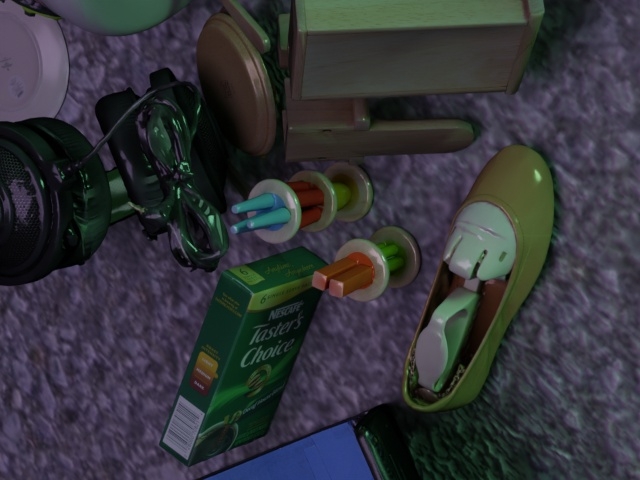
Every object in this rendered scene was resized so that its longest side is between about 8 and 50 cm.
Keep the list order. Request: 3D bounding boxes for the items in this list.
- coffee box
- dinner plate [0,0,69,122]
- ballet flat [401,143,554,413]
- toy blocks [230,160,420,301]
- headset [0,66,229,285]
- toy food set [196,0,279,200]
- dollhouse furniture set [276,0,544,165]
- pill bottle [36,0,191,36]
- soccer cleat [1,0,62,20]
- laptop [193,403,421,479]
[{"bbox_3d":[-0.064,0.099,1.456,0.040,0.113,0.184,35,117,26],"label":"coffee box"},{"bbox_3d":[-0.294,-0.170,1.620,0.141,0.017,0.141,10,108,34],"label":"dinner plate"},{"bbox_3d":[0.120,0.038,1.331,0.080,0.073,0.232,27,115,28],"label":"ballet flat"},{"bbox_3d":[0.000,0.000,1.362,0.054,0.148,0.123,-45,74,35],"label":"toy blocks"},{"bbox_3d":[-0.171,-0.027,1.376,0.185,0.243,0.394,67,155,4],"label":"headset"},{"bbox_3d":[-0.063,-0.134,1.414,0.132,0.038,0.192,53,151,32],"label":"toy food set"},{"bbox_3d":[0.052,-0.280,1.300,0.303,0.173,0.356,99,167,-65],"label":"dollhouse furniture set"},{"bbox_3d":[-0.270,-0.355,1.426,0.407,0.229,0.229,33,118,25],"label":"pill bottle"},{"bbox_3d":[-0.284,-0.271,1.563,0.179,0.060,0.072,46,122,22],"label":"soccer cleat"},{"bbox_3d":[0.022,0.354,1.385,0.236,0.408,0.382,-24,86,3],"label":"laptop"}]
